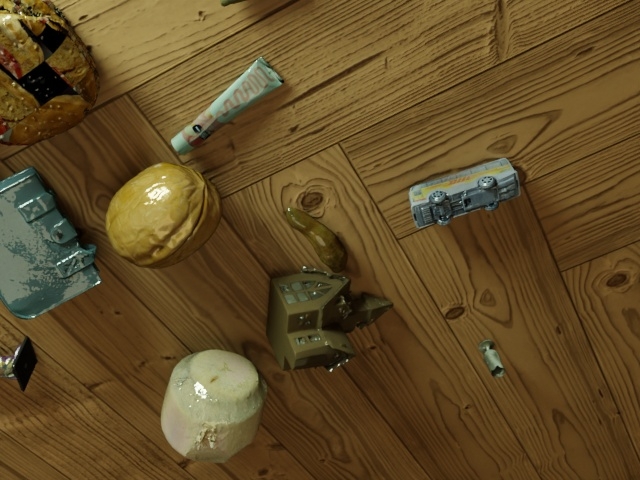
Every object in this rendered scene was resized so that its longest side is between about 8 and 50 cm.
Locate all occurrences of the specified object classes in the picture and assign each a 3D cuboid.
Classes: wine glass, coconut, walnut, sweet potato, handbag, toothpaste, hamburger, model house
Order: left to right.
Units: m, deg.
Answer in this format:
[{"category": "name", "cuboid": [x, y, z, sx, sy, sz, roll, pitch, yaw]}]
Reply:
[{"category": "hamburger", "cuboid": [-0.435, -0.237, 1.068, 0.231, 0.107, 0.231, -17, 135, -18]}, {"category": "handbag", "cuboid": [-0.490, 0.007, 1.262, 0.179, 0.062, 0.229, -28, 119, -9]}, {"category": "walnut", "cuboid": [-0.262, -0.039, 1.235, 0.197, 0.165, 0.165, -35, 125, 12]}, {"category": "coconut", "cuboid": [-0.217, 0.347, 1.526, 0.224, 0.224, 0.234, 10, 116, -14]}, {"category": "toothpaste", "cuboid": [-0.152, -0.208, 1.185, 0.205, 0.036, 0.056, -36, 123, 17]}, {"category": "sweet potato", "cuboid": [0.001, -0.001, 1.360, 0.053, 0.054, 0.182, -34, 123, 10]}, {"category": "model house", "cuboid": [0.038, 0.158, 1.445, 0.248, 0.176, 0.181, -10, 132, -19]}, {"category": "wine glass", "cuboid": [0.366, 0.254, 1.589, 0.039, 0.083, 0.042, 9, 126, -19]}]

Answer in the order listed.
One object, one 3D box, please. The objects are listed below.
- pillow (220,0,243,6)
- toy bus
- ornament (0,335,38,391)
[{"category": "pillow", "cuboid": [-0.103, -0.423, 1.008, 0.113, 0.038, 0.203, -10, 131, -1]}, {"category": "toy bus", "cuboid": [0.248, -0.084, 1.301, 0.190, 0.075, 0.064, -16, 131, 6]}, {"category": "ornament", "cuboid": [-0.679, 0.250, 1.479, 0.203, 0.081, 0.088, -1, 129, -5]}]
